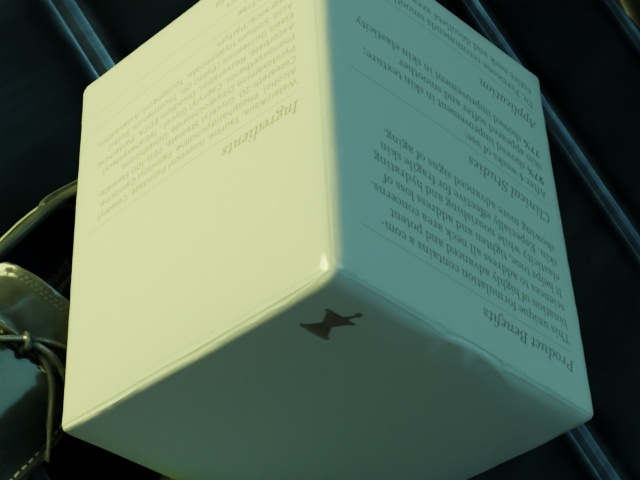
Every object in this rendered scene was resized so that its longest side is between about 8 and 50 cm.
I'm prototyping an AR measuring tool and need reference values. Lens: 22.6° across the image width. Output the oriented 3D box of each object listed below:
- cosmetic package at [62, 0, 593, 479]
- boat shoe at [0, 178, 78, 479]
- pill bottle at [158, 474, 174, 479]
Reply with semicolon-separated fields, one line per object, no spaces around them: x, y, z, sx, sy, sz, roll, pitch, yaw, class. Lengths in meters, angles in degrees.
0.000;0.000;1.444;0.329;0.327;0.393;31;42;-36;cosmetic package
-0.280;0.104;1.443;0.187;0.156;0.500;43;41;-11;boat shoe
-0.055;0.265;1.560;0.193;0.108;0.108;41;40;-10;pill bottle
